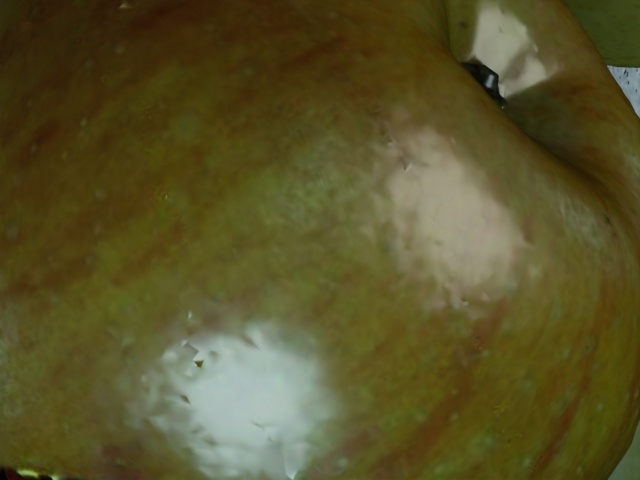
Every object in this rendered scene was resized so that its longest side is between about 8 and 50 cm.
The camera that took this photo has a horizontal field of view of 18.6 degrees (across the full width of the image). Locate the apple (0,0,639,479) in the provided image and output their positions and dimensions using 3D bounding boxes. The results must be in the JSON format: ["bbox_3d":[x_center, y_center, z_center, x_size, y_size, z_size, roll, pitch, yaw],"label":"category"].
[{"bbox_3d":[0.000,0.000,0.981,0.400,0.333,0.400,25,57,-47],"label":"apple"}]

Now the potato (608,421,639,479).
[{"bbox_3d":[0.317,0.074,1.467,0.211,0.189,0.264,8,75,-49],"label":"potato"}]

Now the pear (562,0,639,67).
[{"bbox_3d":[0.224,-0.289,1.339,0.348,0.348,0.348,16,69,-47],"label":"pear"}]
